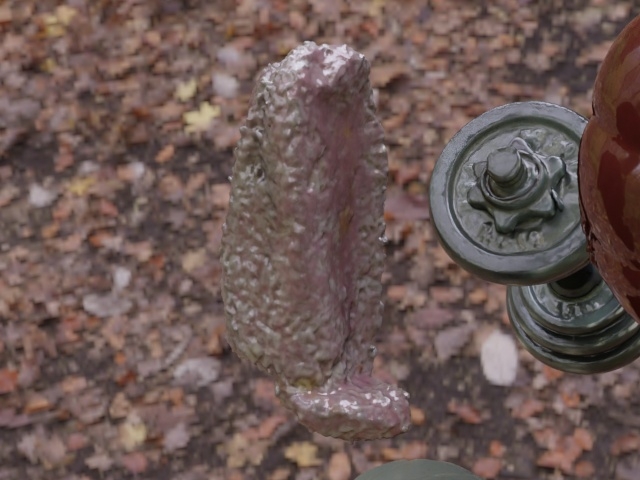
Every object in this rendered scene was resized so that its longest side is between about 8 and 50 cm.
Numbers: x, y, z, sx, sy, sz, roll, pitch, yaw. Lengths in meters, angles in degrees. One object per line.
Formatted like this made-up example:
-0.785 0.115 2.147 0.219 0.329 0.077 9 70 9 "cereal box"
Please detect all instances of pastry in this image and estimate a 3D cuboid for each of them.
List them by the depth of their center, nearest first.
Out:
-0.009 0.003 0.947 0.112 0.265 0.103 -1 6 43 "pastry"

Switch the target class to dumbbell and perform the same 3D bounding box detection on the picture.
0.229 0.006 1.370 0.179 0.406 0.179 -9 66 20 "dumbbell"

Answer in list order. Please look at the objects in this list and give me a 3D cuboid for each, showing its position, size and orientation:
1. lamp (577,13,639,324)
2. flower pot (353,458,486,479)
0.309 -0.050 0.875 0.303 0.303 0.257 -10 23 -9 "lamp"
0.082 0.271 1.161 0.235 0.235 0.140 3 36 7 "flower pot"
